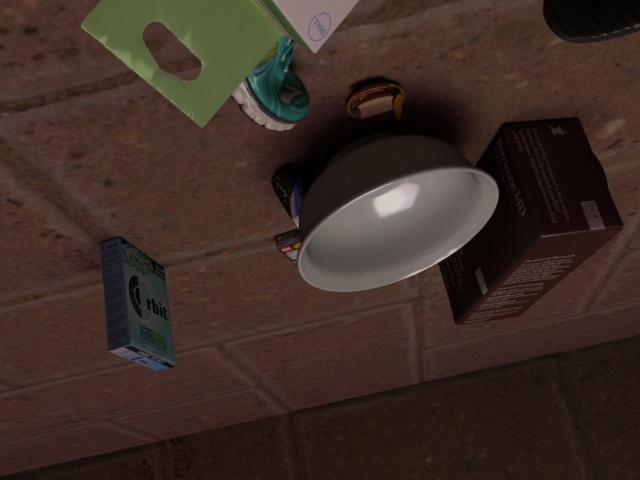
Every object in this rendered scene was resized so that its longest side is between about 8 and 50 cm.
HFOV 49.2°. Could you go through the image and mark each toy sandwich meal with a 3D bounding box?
[{"bbox_3d":[0.073,-0.172,0.894,0.086,0.029,0.085,-10,156,-4],"label":"toy sandwich meal"}]

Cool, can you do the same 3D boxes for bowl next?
[{"bbox_3d":[0.090,-0.058,0.997,0.298,0.134,0.297,-17,152,-9],"label":"bowl"}]

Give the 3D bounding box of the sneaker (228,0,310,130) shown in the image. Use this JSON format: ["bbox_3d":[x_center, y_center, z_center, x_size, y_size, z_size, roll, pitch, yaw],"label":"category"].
[{"bbox_3d":[-0.060,-0.201,0.693,0.110,0.107,0.275,-26,154,9],"label":"sneaker"}]

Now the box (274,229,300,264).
[{"bbox_3d":[0.000,0.000,1.237,0.137,0.027,0.094,-18,154,13],"label":"box"}]

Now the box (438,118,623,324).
[{"bbox_3d":[0.318,-0.012,1.160,0.143,0.191,0.381,-6,155,-13],"label":"box"}]

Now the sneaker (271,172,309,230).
[{"bbox_3d":[-0.023,-0.067,1.066,0.073,0.063,0.162,-32,158,-2],"label":"sneaker"}]

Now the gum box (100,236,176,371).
[{"bbox_3d":[-0.297,0.107,1.144,0.041,0.184,0.157,-17,156,9],"label":"gum box"}]

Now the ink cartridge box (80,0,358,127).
[{"bbox_3d":[-0.055,-0.211,0.575,0.235,0.056,0.171,-52,147,0],"label":"ink cartridge box"}]

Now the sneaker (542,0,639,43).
[{"bbox_3d":[0.391,-0.278,0.693,0.331,0.122,0.146,-26,156,21],"label":"sneaker"}]
